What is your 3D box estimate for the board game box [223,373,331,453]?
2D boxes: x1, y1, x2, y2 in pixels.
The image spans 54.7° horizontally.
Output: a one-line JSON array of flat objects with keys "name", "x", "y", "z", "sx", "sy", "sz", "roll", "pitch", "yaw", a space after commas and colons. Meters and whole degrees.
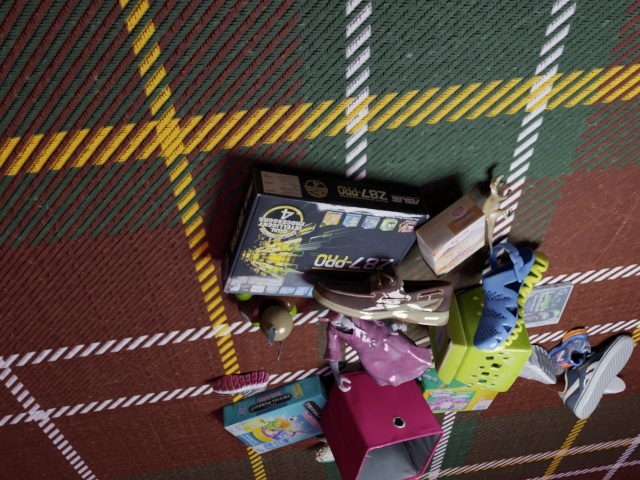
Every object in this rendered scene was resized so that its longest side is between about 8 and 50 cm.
[{"name": "board game box", "x": -0.109, "y": 0.574, "z": 2.023, "sx": 0.335, "sy": 0.079, "sz": 0.254, "roll": -21, "pitch": 138, "yaw": 11}]

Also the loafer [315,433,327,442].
[{"name": "loafer", "x": 0.111, "y": 0.636, "z": 2.136, "sx": 0.268, "sy": 0.102, "sz": 0.092, "roll": -21, "pitch": 140, "yaw": 24}]

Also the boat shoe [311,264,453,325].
[{"name": "boat shoe", "x": 0.151, "y": 0.112, "z": 1.432, "sx": 0.341, "sy": 0.123, "sz": 0.123, "roll": 10, "pitch": 105, "yaw": -13}]

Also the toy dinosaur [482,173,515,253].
[{"name": "toy dinosaur", "x": 0.397, "y": -0.068, "z": 1.415, "sx": 0.092, "sy": 0.053, "sz": 0.183, "roll": -16, "pitch": 113, "yaw": -41}]

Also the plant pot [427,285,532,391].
[{"name": "plant pot", "x": 0.421, "y": 0.266, "z": 1.704, "sx": 0.207, "sy": 0.227, "sz": 0.228, "roll": 2, "pitch": 138, "yaw": -7}]

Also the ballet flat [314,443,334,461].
[{"name": "ballet flat", "x": 0.093, "y": 0.754, "z": 2.286, "sx": 0.240, "sy": 0.091, "sz": 0.077, "roll": -6, "pitch": 108, "yaw": -12}]

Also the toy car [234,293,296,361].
[{"name": "toy car", "x": -0.127, "y": 0.200, "z": 1.520, "sx": 0.148, "sy": 0.188, "sz": 0.155, "roll": -15, "pitch": 138, "yaw": 4}]

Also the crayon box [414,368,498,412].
[{"name": "crayon box", "x": 0.446, "y": 0.497, "z": 2.065, "sx": 0.278, "sy": 0.081, "sz": 0.165, "roll": 0, "pitch": 137, "yaw": -12}]

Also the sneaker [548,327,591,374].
[{"name": "sneaker", "x": 0.805, "y": 0.377, "z": 2.011, "sx": 0.083, "sy": 0.087, "sz": 0.221, "roll": -2, "pitch": 138, "yaw": -10}]

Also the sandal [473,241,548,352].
[{"name": "sandal", "x": 0.448, "y": 0.131, "z": 1.551, "sx": 0.138, "sy": 0.318, "sz": 0.126, "roll": 37, "pitch": 155, "yaw": -19}]

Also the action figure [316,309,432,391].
[{"name": "action figure", "x": 0.127, "y": 0.232, "z": 1.599, "sx": 0.248, "sy": 0.276, "sz": 0.370, "roll": -36, "pitch": 125, "yaw": 17}]

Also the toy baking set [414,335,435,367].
[{"name": "toy baking set", "x": 0.364, "y": 0.340, "z": 1.909, "sx": 0.256, "sy": 0.030, "sz": 0.197, "roll": 21, "pitch": 129, "yaw": -31}]

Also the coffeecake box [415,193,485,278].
[{"name": "coffeecake box", "x": 0.300, "y": -0.005, "z": 1.415, "sx": 0.142, "sy": 0.068, "sz": 0.185, "roll": -36, "pitch": 155, "yaw": -1}]

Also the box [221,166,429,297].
[{"name": "box", "x": 0.000, "y": 0.000, "z": 1.398, "sx": 0.394, "sy": 0.097, "sz": 0.318, "roll": 6, "pitch": 138, "yaw": -22}]

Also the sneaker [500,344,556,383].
[{"name": "sneaker", "x": 0.648, "y": 0.391, "z": 1.997, "sx": 0.281, "sy": 0.105, "sz": 0.115, "roll": 30, "pitch": 136, "yaw": -24}]

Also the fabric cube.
[{"name": "fabric cube", "x": 0.175, "y": 0.563, "z": 1.866, "sx": 0.254, "sy": 0.258, "sz": 0.259, "roll": -5, "pitch": 132, "yaw": -22}]

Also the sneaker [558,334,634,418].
[{"name": "sneaker", "x": 0.915, "y": 0.434, "z": 2.087, "sx": 0.126, "sy": 0.127, "sz": 0.321, "roll": 19, "pitch": 106, "yaw": -37}]

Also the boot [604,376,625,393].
[{"name": "boot", "x": 1.002, "y": 0.534, "z": 2.256, "sx": 0.189, "sy": 0.069, "sz": 0.086, "roll": 4, "pitch": 144, "yaw": -5}]

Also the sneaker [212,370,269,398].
[{"name": "sneaker", "x": -0.237, "y": 0.442, "z": 1.858, "sx": 0.170, "sy": 0.063, "sz": 0.075, "roll": -8, "pitch": 133, "yaw": -11}]

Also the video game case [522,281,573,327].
[{"name": "video game case", "x": 0.635, "y": 0.196, "z": 1.819, "sx": 0.173, "sy": 0.022, "sz": 0.190, "roll": -9, "pitch": 138, "yaw": -4}]
